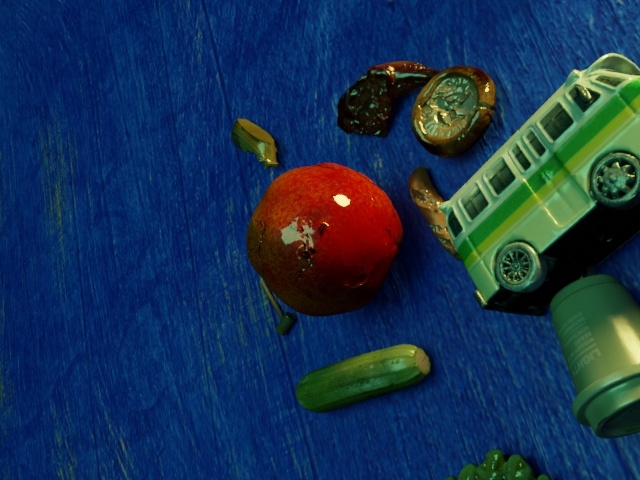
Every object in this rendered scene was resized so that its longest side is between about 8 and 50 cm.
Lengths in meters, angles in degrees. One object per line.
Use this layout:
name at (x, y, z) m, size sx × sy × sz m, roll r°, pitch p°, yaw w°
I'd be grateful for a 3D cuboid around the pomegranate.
pomegranate at (0.000, 0.000, 0.974) m, size 0.235 × 0.210 × 0.210 m, roll 169°, pitch 108°, yaw -71°

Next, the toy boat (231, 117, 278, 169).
toy boat at (-0.114, -0.167, 1.243) m, size 0.149 × 0.047 × 0.049 m, roll 43°, pitch 127°, yaw 45°

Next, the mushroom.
mushroom at (0.175, -0.166, 0.928) m, size 0.123 × 0.052 × 0.123 m, roll -10°, pitch 73°, yaw 37°

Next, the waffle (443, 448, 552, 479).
waffle at (0.199, 0.348, 0.795) m, size 0.214 × 0.054 × 0.208 m, roll -54°, pitch 45°, yaw 17°

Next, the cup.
cup at (0.288, 0.112, 0.712) m, size 0.120 × 0.120 × 0.141 m, roll -46°, pitch 42°, yaw 30°

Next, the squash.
squash at (0.050, 0.191, 0.981) m, size 0.229 × 0.066 × 0.066 m, roll -26°, pitch 64°, yaw 39°

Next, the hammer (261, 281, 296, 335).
hammer at (-0.073, 0.104, 1.168) m, size 0.035 × 0.019 × 0.110 m, roll -56°, pitch 42°, yaw 23°

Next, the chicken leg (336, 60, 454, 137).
chicken leg at (0.100, -0.210, 1.023) m, size 0.205 × 0.053 × 0.093 m, roll -35°, pitch 81°, yaw 45°

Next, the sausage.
sausage at (0.155, -0.036, 0.938) m, size 0.036 × 0.042 × 0.158 m, roll 91°, pitch 159°, yaw -52°

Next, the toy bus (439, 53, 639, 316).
toy bus at (0.264, -0.057, 0.750) m, size 0.276 × 0.133 × 0.165 m, roll -48°, pitch 51°, yaw 29°
